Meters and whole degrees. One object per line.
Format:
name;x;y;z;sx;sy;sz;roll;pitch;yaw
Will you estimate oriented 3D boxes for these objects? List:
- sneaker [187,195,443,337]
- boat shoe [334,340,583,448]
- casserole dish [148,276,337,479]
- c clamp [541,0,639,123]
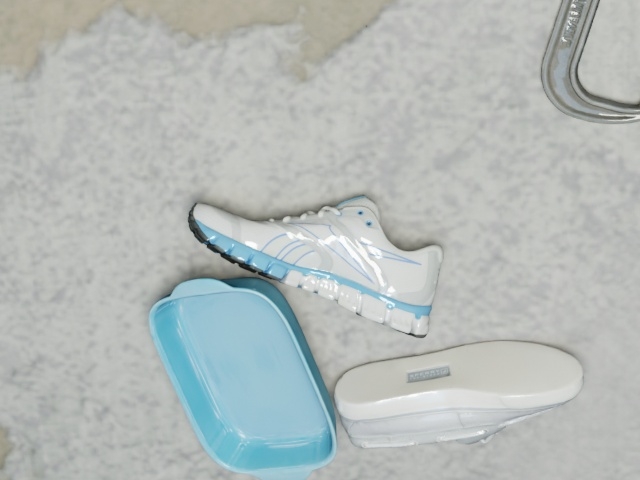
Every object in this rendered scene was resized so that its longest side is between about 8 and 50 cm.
sneaker;0.000;0.000;1.229;0.191;0.071;0.082;21;89;-5
boat shoe;0.104;0.123;1.271;0.184;0.066;0.063;-11;125;4
casserole dish;-0.052;0.097;1.258;0.114;0.037;0.188;-8;119;26
c clamp;0.230;-0.147;1.176;0.137;0.022;0.160;20;111;-6
